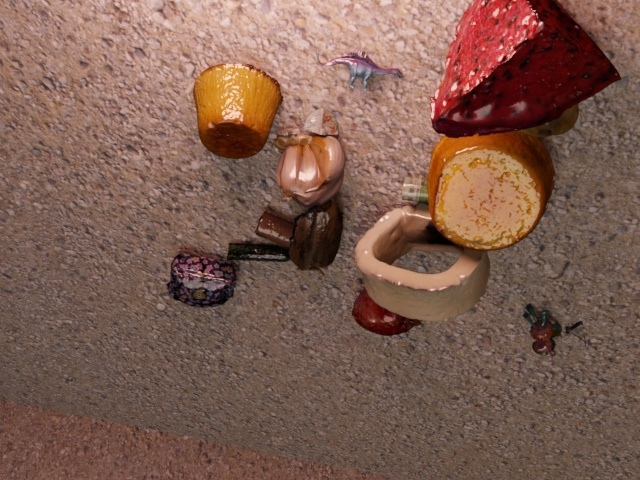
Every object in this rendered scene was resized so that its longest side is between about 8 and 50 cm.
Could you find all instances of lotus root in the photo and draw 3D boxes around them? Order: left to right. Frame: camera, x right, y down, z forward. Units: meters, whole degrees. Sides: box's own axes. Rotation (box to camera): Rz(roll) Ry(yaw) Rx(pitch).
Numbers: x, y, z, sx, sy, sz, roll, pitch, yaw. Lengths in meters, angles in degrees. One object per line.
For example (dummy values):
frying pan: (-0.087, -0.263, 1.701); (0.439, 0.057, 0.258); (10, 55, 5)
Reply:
lotus root: (0.000, 0.000, 1.866); (0.167, 0.078, 0.329); (-21, 156, -13)

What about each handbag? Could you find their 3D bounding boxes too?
handbag: (-0.391, 0.142, 2.198); (0.228, 0.127, 0.208); (10, 141, -7)

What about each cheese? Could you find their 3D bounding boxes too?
cheese: (0.267, 0.050, 1.754); (0.332, 0.292, 0.153); (11, 143, 24)

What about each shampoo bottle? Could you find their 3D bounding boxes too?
shampoo bottle: (0.310, -0.123, 1.699); (0.204, 0.065, 0.065); (7, 141, 9)

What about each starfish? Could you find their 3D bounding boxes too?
starfish: (-0.047, 0.062, 2.056); (0.133, 0.041, 0.130); (6, 139, 11)

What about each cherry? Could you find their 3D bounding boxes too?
cherry: (0.194, 0.209, 2.049); (0.249, 0.192, 0.175); (-14, 98, 40)

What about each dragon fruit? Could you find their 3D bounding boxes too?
dragon fruit: (0.329, -0.331, 1.251); (0.330, 0.302, 0.240); (-37, 165, 16)

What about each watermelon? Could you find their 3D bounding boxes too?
watermelon: (-0.003, -0.273, 1.616); (0.085, 0.061, 0.085); (2, 135, 2)

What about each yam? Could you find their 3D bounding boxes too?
yam: (-0.122, -0.030, 1.939); (0.127, 0.084, 0.084); (20, 141, -10)

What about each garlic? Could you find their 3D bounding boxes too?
garlic: (-0.059, -0.177, 1.641); (0.207, 0.256, 0.207); (11, 111, 32)

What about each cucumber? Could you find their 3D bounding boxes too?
cucumber: (-0.189, 0.041, 2.067); (0.214, 0.052, 0.058); (3, 130, 14)

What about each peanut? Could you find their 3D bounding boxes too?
peanut: (0.429, -0.291, 1.418); (0.236, 0.110, 0.120); (20, 164, -4)

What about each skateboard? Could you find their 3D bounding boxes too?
skateboard: (0.802, 0.285, 2.067); (0.083, 0.032, 0.064); (34, 128, -19)

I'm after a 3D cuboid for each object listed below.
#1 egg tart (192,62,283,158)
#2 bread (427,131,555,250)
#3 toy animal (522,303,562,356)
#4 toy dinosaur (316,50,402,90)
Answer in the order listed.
egg tart: (-0.195, -0.296, 1.567); (0.215, 0.171, 0.215); (0, 152, 0)
bread: (0.387, -0.117, 1.555); (0.312, 0.172, 0.312); (8, 121, 13)
toy animal: (0.686, 0.275, 2.058); (0.103, 0.100, 0.208); (-35, 127, -3)
toy dinosaur: (0.083, -0.376, 1.479); (0.197, 0.045, 0.080); (11, 129, -7)
